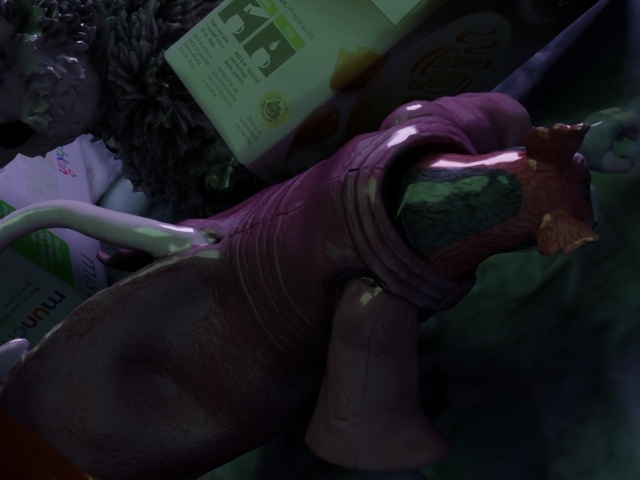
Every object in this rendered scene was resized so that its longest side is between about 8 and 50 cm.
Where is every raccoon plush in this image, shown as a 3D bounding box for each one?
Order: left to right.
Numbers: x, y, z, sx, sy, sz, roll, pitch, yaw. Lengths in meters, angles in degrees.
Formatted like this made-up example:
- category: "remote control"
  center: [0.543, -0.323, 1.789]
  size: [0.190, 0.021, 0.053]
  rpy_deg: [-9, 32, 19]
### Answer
- category: "raccoon plush"
  center: [-0.127, -0.225, 1.022]
  size: [0.216, 0.299, 0.446]
  rpy_deg: [10, 72, 47]

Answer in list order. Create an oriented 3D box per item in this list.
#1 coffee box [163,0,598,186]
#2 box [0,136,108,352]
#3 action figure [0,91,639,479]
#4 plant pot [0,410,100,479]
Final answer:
- category: "coffee box"
  center: [0.049, -0.137, 0.883]
  size: [0.246, 0.141, 0.098]
  rpy_deg: [-40, 67, 8]
- category: "box"
  center: [-0.294, -0.032, 1.118]
  size: [0.127, 0.231, 0.262]
  rpy_deg: [-42, 36, 15]
- category: "action figure"
  center: [0.000, 0.000, 0.748]
  size: [0.370, 0.276, 0.248]
  rpy_deg: [-31, 35, 52]
- category: "plant pot"
  center: [-0.277, 0.241, 0.848]
  size: [0.265, 0.272, 0.272]
  rpy_deg: [-51, 34, 12]
